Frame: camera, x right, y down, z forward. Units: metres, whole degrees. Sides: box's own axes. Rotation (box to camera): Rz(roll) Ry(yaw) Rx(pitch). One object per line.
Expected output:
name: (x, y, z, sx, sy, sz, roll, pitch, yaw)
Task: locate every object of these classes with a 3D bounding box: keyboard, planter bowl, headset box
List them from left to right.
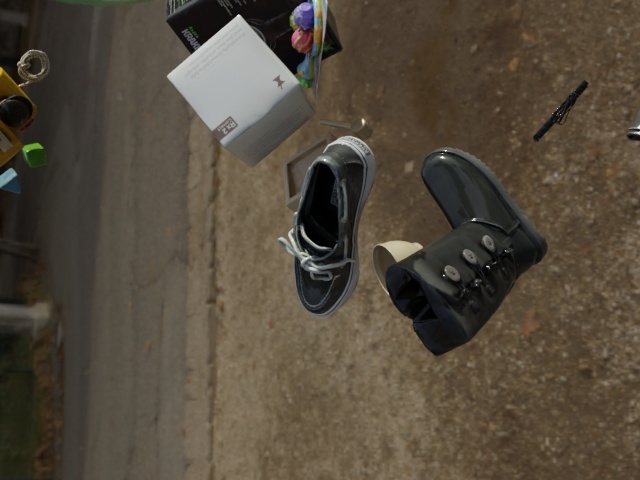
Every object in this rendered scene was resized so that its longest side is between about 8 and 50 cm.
headset box: (-0.121, -0.444, 1.565, 0.283, 0.246, 0.131, -24, 45, 15)
planter bowl: (0.226, 0.068, 2.108, 0.162, 0.109, 0.162, 51, 153, 38)
keyboard: (0.617, -0.319, 1.998, 0.038, 0.100, 0.192, 43, 104, 14)

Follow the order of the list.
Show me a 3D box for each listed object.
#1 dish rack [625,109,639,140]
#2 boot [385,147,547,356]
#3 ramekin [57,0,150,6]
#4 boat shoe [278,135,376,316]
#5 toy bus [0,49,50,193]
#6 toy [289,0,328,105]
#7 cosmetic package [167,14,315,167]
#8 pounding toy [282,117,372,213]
dish rack: (0.761, -0.196, 1.578, 0.208, 0.271, 0.074, 17, 90, 40)
boot: (0.266, 0.002, 1.697, 0.367, 0.445, 0.146, 44, 136, 12)
ramekin: (-0.164, -0.309, 0.540, 0.148, 0.303, 0.303, 48, 129, 55)
boat shoe: (0.004, 0.002, 1.141, 0.113, 0.105, 0.306, 31, 129, 17)
toy bus: (-0.443, -0.146, 1.039, 0.104, 0.191, 0.202, 35, 121, 45)
toy: (-0.027, -0.376, 1.436, 0.237, 0.056, 0.137, 93, 168, -55)
cosmetic package: (-0.121, -0.232, 1.265, 0.151, 0.151, 0.184, 50, -178, 9)
pounding toy: (0.032, -0.160, 1.588, 0.206, 0.094, 0.181, -31, 43, 24)
